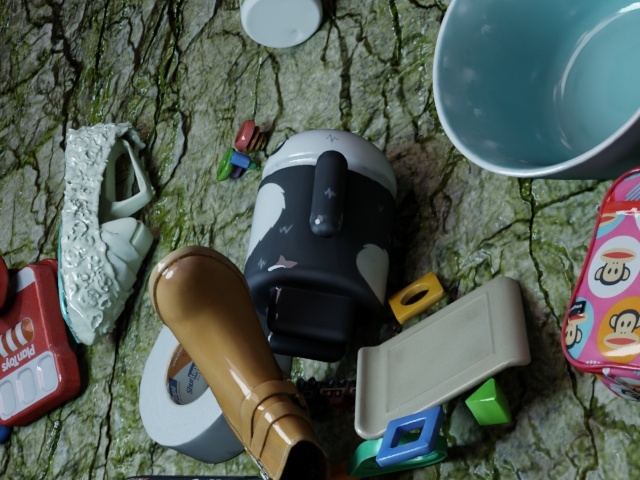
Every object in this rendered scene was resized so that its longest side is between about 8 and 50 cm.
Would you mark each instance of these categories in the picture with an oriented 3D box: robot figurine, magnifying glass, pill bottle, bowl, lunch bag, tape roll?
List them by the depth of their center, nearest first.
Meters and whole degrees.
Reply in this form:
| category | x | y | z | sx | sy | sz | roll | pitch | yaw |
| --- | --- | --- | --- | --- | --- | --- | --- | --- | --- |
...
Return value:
| category | x | y | z | sx | sy | sz | roll | pitch | yaw |
| --- | --- | --- | --- | --- | --- | --- | --- | --- | --- |
| lunch bag | 0.379 | 0.026 | 1.414 | 0.293 | 0.120 | 0.258 | 0 | 62 | 49 |
| bowl | 0.287 | -0.188 | 1.608 | 0.311 | 0.163 | 0.311 | -20 | 60 | 38 |
| magnifying glass | 0.052 | 0.246 | 1.696 | 0.231 | 0.092 | 0.026 | -28 | 59 | 51 |
| robot figurine | -0.002 | 0.000 | 1.843 | 0.209 | 0.174 | 0.278 | -18 | 54 | 43 |
| tape roll | -0.136 | 0.170 | 1.980 | 0.219 | 0.072 | 0.219 | -29 | 46 | 36 |
| pill bottle | -0.063 | -0.388 | 2.238 | 0.117 | 0.118 | 0.208 | -37 | 42 | 30 |

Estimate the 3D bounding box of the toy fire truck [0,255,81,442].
| category | x | y | z | sx | sy | sz | roll | pitch | yaw |
| --- | --- | --- | --- | --- | --- | --- | --- | --- | --- |
| toy fire truck | -0.487 | 0.167 | 2.358 | 0.302 | 0.169 | 0.254 | -31 | 63 | 36 |

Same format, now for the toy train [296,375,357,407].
| category | x | y | z | sx | sy | sz | roll | pitch | yaw |
| --- | --- | --- | --- | --- | --- | --- | --- | --- | --- |
| toy train | 0.024 | 0.178 | 1.815 | 0.158 | 0.027 | 0.036 | -8 | 64 | 49 |

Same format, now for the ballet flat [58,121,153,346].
| category | x | y | z | sx | sy | sz | roll | pitch | yaw |
| --- | --- | --- | --- | --- | --- | --- | --- | --- | --- |
| ballet flat | -0.315 | -0.034 | 2.302 | 0.147 | 0.147 | 0.409 | -37 | 41 | 29 |

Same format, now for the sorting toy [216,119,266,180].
| category | x | y | z | sx | sy | sz | roll | pitch | yaw |
| --- | --- | --- | --- | --- | --- | --- | --- | --- | --- |
| sorting toy | -0.107 | -0.119 | 2.180 | 0.102 | 0.042 | 0.061 | -59 | 18 | 23 |

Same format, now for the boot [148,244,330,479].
| category | x | y | z | sx | sy | sz | roll | pitch | yaw |
| --- | --- | --- | --- | --- | --- | --- | --- | --- | --- |
| boot | -0.083 | 0.154 | 1.687 | 0.109 | 0.283 | 0.220 | -25 | 43 | -9 |

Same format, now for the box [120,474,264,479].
| category | x | y | z | sx | sy | sz | roll | pitch | yaw |
| --- | --- | --- | --- | --- | --- | --- | --- | --- | --- |
| box | -0.264 | 0.357 | 1.749 | 0.318 | 0.395 | 0.097 | -7 | 94 | 49 |

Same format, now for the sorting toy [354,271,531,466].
| category | x | y | z | sx | sy | sz | roll | pitch | yaw |
| --- | --- | --- | --- | --- | --- | --- | --- | --- | --- |
| sorting toy | 0.133 | 0.131 | 1.646 | 0.196 | 0.047 | 0.347 | -27 | 22 | 15 |
